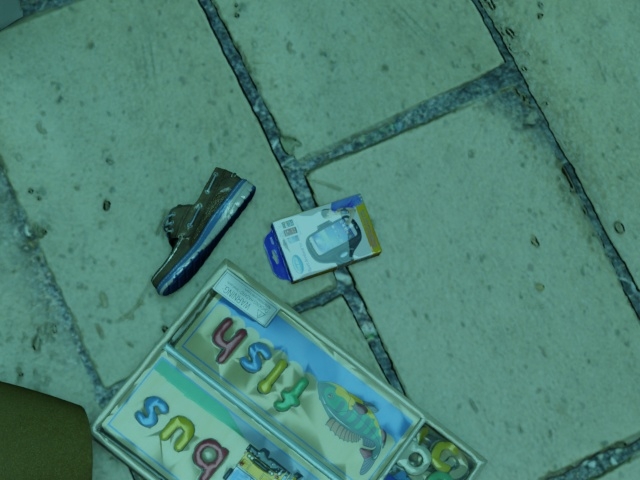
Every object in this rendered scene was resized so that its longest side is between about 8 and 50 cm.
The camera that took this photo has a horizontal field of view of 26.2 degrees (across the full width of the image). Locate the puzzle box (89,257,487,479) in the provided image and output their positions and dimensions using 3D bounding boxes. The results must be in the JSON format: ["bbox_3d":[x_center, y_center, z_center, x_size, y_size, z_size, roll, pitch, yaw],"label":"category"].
[{"bbox_3d":[-0.040,0.248,1.643,0.409,0.052,0.272,37,76,2],"label":"puzzle box"}]

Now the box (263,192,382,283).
[{"bbox_3d":[0.000,0.000,1.718,0.136,0.028,0.081,-18,80,-13],"label":"box"}]

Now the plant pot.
[{"bbox_3d":[-0.392,0.245,1.530,0.254,0.237,0.237,0,77,-24],"label":"plant pot"}]

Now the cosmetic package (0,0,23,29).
[{"bbox_3d":[-0.503,-0.442,1.625,0.097,0.284,0.377,-35,83,-12],"label":"cosmetic package"}]

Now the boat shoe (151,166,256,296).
[{"bbox_3d":[-0.157,-0.012,1.687,0.066,0.066,0.183,35,65,6],"label":"boat shoe"}]
